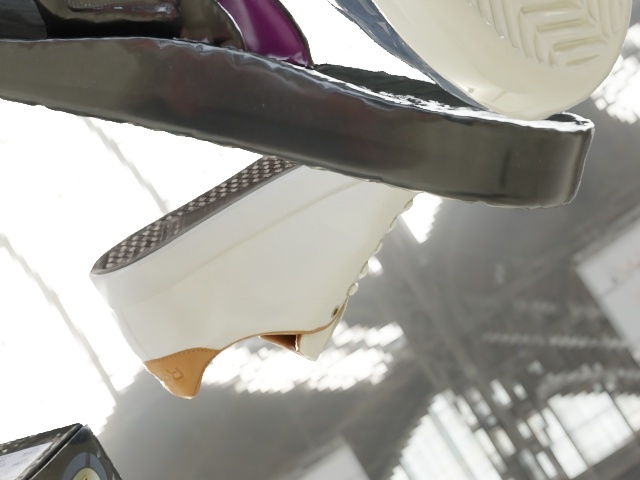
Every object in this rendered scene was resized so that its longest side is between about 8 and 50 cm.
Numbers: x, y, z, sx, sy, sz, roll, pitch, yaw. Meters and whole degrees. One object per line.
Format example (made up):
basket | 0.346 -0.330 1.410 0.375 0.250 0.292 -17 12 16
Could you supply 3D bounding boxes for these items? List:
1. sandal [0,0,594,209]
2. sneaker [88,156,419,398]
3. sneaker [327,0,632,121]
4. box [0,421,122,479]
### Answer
sandal | -0.080 -0.115 0.901 0.167 0.446 0.107 -27 -51 -73
sneaker | 0.000 0.000 1.184 0.290 0.123 0.106 -30 15 -15
sneaker | -0.050 -0.163 0.579 0.148 0.350 0.131 -25 25 49
box | -0.156 0.181 0.879 0.180 0.147 0.077 -19 17 37
